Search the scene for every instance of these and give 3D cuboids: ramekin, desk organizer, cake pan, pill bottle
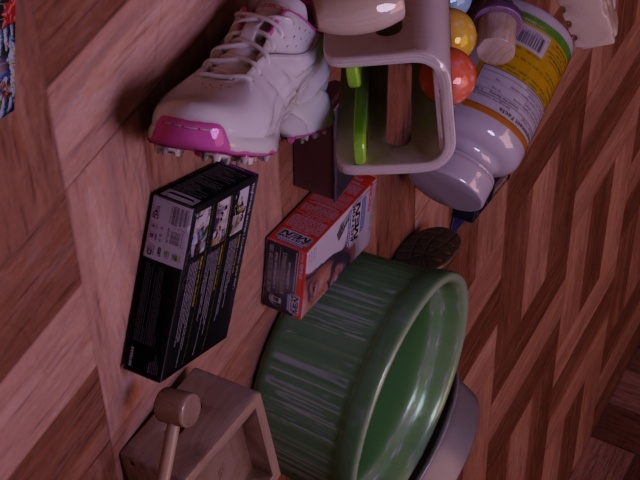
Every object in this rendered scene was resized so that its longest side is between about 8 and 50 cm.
[{"bbox_3d":[0.042,0.155,2.045,0.303,0.148,0.303,-53,155,-38],"label":"ramekin"},{"bbox_3d":[0.003,-0.107,1.829,0.047,0.050,0.130,-53,155,-38],"label":"desk organizer"},{"bbox_3d":[0.108,0.289,2.268,0.293,0.054,0.293,-53,-168,17],"label":"cake pan"},{"bbox_3d":[0.203,-0.164,2.174,0.245,0.136,0.136,-63,159,-18],"label":"pill bottle"}]

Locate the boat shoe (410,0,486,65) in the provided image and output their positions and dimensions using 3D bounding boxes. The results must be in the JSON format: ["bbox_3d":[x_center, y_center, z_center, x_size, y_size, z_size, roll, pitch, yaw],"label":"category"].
[{"bbox_3d":[0.190,-0.314,2.024,0.285,0.104,0.089,-48,173,-1],"label":"boat shoe"}]

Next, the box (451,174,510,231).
[{"bbox_3d":[0.233,-0.121,2.451,0.136,0.037,0.225,-47,152,-47],"label":"box"}]

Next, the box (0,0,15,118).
[{"bbox_3d":[-0.254,-0.105,1.184,0.137,0.027,0.094,-44,147,-50],"label":"box"}]

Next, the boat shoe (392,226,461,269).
[{"bbox_3d":[0.118,0.048,2.279,0.178,0.064,0.060,-46,155,-36],"label":"boat shoe"}]

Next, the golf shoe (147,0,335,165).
[{"bbox_3d":[-0.068,-0.145,1.543,0.306,0.115,0.140,-37,135,-70],"label":"golf shoe"}]

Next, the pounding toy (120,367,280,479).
[{"bbox_3d":[-0.141,0.207,1.711,0.181,0.094,0.206,-49,143,-35],"label":"pounding toy"}]

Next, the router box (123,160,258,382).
[{"bbox_3d":[-0.119,0.028,1.644,0.133,0.046,0.178,-32,139,-61],"label":"router box"}]

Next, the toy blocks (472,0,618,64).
[{"bbox_3d":[0.248,-0.375,1.846,0.288,0.309,0.260,58,31,-44],"label":"toy blocks"}]

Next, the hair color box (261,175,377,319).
[{"bbox_3d":[0.000,0.000,1.924,0.167,0.053,0.093,-46,151,-46],"label":"hair color box"}]

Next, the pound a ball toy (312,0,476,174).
[{"bbox_3d":[0.074,-0.208,1.621,0.319,0.136,0.208,-86,171,-55],"label":"pound a ball toy"}]
